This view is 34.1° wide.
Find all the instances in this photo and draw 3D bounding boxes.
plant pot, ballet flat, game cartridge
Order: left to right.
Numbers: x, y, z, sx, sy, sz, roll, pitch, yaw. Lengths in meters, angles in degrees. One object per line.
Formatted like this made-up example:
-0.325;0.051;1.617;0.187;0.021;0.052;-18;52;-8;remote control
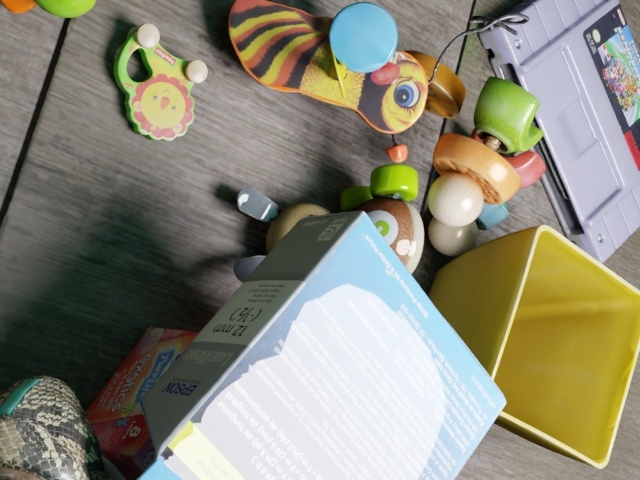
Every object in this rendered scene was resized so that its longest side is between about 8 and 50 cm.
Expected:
-0.193;0.325;0.916;0.182;0.164;0.482;-76;159;-61;ballet flat
0.226;0.122;1.224;0.212;0.187;0.212;30;72;-31;plant pot
0.366;-0.176;1.417;0.230;0.068;0.355;-37;109;-27;game cartridge

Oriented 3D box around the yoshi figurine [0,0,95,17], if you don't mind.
-0.303;-0.344;0.858;0.362;0.203;0.203;36;62;-33;yoshi figurine

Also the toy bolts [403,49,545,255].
0.148;-0.086;1.215;0.158;0.218;0.228;-55;152;-9;toy bolts

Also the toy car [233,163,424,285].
0.000;0.000;1.104;0.188;0.149;0.155;8;71;-24;toy car

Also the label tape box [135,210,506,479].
-0.021;0.180;0.906;0.347;0.115;0.249;-48;114;-25;label tape box

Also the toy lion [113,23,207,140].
-0.166;-0.153;1.048;0.100;0.034;0.096;35;77;-30;toy lion

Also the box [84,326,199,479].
-0.075;0.232;1.024;0.300;0.154;0.142;48;63;-26;box

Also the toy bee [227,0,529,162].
0.048;-0.165;1.084;0.195;0.298;0.162;-9;105;-67;toy bee
